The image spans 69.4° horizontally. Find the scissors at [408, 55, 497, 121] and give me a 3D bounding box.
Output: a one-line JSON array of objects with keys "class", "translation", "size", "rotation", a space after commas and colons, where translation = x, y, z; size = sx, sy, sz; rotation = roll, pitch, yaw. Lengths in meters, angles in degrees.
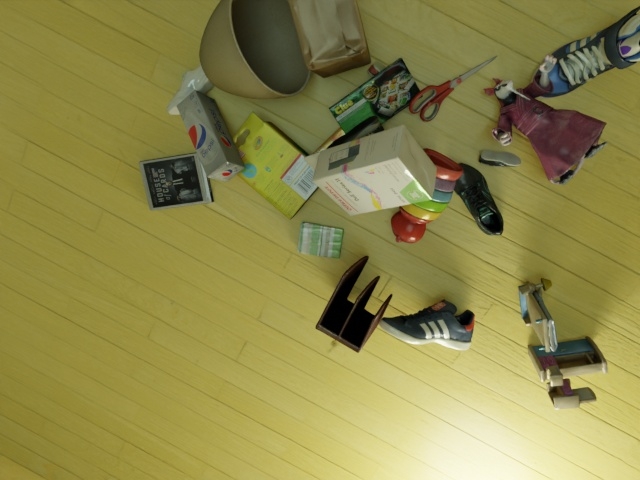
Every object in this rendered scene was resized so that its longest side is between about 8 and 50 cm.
[{"class": "scissors", "translation": [0.399, -0.480, 1.399], "size": [0.297, 0.021, 0.109], "rotation": [-42, 130, 16]}]

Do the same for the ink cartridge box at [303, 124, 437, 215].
[{"class": "ink cartridge box", "translation": [0.125, -0.182, 1.336], "size": [0.354, 0.119, 0.207], "rotation": [-10, 145, 39]}]

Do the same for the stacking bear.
[{"class": "stacking bear", "translation": [0.315, -0.123, 1.461], "size": [0.164, 0.176, 0.288], "rotation": [35, 121, 26]}]

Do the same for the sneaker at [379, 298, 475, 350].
[{"class": "sneaker", "translation": [0.361, 0.260, 1.533], "size": [0.351, 0.131, 0.147], "rotation": [11, 101, -24]}]

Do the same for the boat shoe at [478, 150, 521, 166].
[{"class": "boat shoe", "translation": [0.562, -0.250, 1.451], "size": [0.126, 0.038, 0.046], "rotation": [7, 63, 1]}]

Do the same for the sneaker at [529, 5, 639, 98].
[{"class": "sneaker", "translation": [0.755, -0.505, 1.255], "size": [0.323, 0.236, 0.130], "rotation": [-27, 98, 14]}]

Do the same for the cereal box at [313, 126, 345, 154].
[{"class": "cereal box", "translation": [0.119, -0.254, 1.509], "size": [0.173, 0.047, 0.240], "rotation": [-43, 94, 13]}]

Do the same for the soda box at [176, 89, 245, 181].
[{"class": "soda box", "translation": [-0.351, -0.333, 1.477], "size": [0.091, 0.098, 0.286], "rotation": [-33, 73, 22]}]

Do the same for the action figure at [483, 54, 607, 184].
[{"class": "action figure", "translation": [0.643, -0.359, 1.351], "size": [0.370, 0.276, 0.248], "rotation": [49, 114, 18]}]

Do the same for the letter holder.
[{"class": "letter holder", "translation": [0.138, 0.183, 1.474], "size": [0.152, 0.302, 0.214], "rotation": [28, 106, 13]}]

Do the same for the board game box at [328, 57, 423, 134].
[{"class": "board game box", "translation": [0.169, -0.424, 1.416], "size": [0.260, 0.030, 0.136], "rotation": [-33, 116, 8]}]

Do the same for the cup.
[{"class": "cup", "translation": [-0.220, -0.560, 1.373], "size": [0.237, 0.331, 0.330], "rotation": [-8, 104, 37]}]

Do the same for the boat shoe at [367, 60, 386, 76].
[{"class": "boat shoe", "translation": [0.208, -0.499, 1.439], "size": [0.137, 0.049, 0.043], "rotation": [35, 144, -15]}]

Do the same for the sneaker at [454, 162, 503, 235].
[{"class": "sneaker", "translation": [0.503, -0.129, 1.456], "size": [0.101, 0.106, 0.267], "rotation": [-34, 95, 16]}]

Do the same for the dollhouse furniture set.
[{"class": "dollhouse furniture set", "translation": [0.766, 0.296, 1.428], "size": [0.198, 0.286, 0.303], "rotation": [-13, 113, 11]}]

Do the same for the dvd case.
[{"class": "dvd case", "translation": [-0.506, -0.207, 1.626], "size": [0.239, 0.029, 0.179], "rotation": [-7, 102, 10]}]

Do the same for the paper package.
[{"class": "paper package", "translation": [0.023, -0.632, 1.286], "size": [0.168, 0.325, 0.309], "rotation": [-13, 102, 12]}]

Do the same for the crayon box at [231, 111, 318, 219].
[{"class": "crayon box", "translation": [-0.152, -0.249, 1.535], "size": [0.319, 0.081, 0.202], "rotation": [41, 106, -4]}]

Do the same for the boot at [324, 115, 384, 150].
[{"class": "boot", "translation": [0.126, -0.252, 1.431], "size": [0.237, 0.085, 0.178], "rotation": [-32, 118, 26]}]

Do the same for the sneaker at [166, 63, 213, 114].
[{"class": "sneaker", "translation": [-0.435, -0.506, 1.525], "size": [0.212, 0.080, 0.094], "rotation": [-39, 84, 8]}]

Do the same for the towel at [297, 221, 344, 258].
[{"class": "towel", "translation": [0.000, 0.000, 1.609], "size": [0.152, 0.023, 0.113], "rotation": [9, 107, 4]}]
